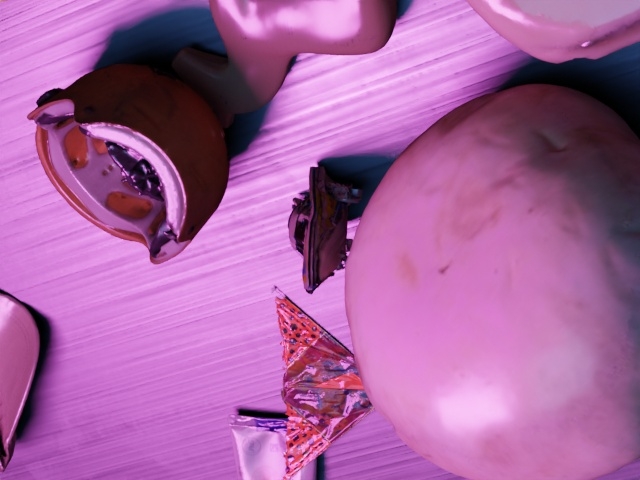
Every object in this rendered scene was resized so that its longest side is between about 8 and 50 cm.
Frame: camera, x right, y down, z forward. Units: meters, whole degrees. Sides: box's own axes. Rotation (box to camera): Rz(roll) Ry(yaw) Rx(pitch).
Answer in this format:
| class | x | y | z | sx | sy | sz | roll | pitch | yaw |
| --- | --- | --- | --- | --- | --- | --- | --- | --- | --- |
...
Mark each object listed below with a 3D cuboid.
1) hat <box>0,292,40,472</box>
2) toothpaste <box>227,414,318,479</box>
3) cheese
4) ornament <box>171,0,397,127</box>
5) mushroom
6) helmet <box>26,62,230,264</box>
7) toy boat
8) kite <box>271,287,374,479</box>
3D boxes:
| class | x | y | z | sx | sy | sz | roll | pitch | yaw |
| --- | --- | --- | --- | --- | --- | --- | --- | --- | --- |
| hat | -0.372 | 0.146 | 1.950 | 0.166 | 0.144 | 0.173 | 31 | 80 | 3 |
| toothpaste | -0.042 | 0.334 | 1.931 | 0.100 | 0.066 | 0.323 | 3 | 113 | 17 |
| cheese | 0.217 | -0.278 | 1.462 | 0.266 | 0.127 | 0.233 | -19 | 110 | 26 |
| ornament | -0.042 | -0.209 | 1.628 | 0.230 | 0.061 | 0.244 | 1 | 124 | 21 |
| mushroom | 0.202 | 0.029 | 1.538 | 0.353 | 0.353 | 0.325 | -5 | 100 | 22 |
| helmet | -0.167 | -0.087 | 1.692 | 0.198 | 0.130 | 0.224 | 53 | 158 | -13 |
| toy boat | 0.000 | 0.000 | 1.652 | 0.066 | 0.210 | 0.084 | 8 | 112 | 0 |
| kite | 0.015 | 0.153 | 1.833 | 0.125 | 0.008 | 0.222 | 2 | 110 | 11 |
